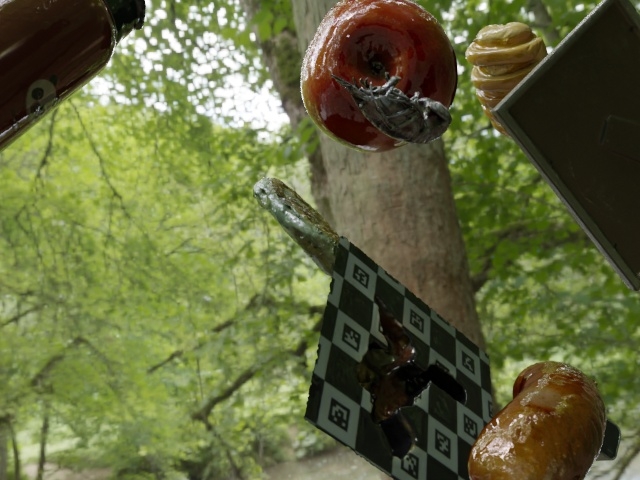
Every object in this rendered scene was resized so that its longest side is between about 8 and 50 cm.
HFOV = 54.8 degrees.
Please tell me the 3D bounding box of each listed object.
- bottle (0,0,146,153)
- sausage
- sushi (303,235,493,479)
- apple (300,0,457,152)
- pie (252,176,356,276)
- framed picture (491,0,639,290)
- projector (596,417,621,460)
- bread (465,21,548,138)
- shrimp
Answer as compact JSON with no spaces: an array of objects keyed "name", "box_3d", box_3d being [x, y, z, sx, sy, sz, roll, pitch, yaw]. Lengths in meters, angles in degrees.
[{"name":"bottle","box_3d":[-0.317,-0.199,0.655,0.144,0.144,0.336,-14,31,40]},{"name":"sausage","box_3d":[0.207,0.163,0.563,0.103,0.076,0.302,-42,-16,18]},{"name":"sushi","box_3d":[0.117,0.216,0.901,0.359,0.343,0.064,38,-54,-19]},{"name":"apple","box_3d":[0.097,-0.272,1.024,0.260,0.260,0.216,-10,2,7]},{"name":"pie","box_3d":[-0.004,-0.004,1.091,0.067,0.302,0.302,-47,-11,3]},{"name":"framed picture","box_3d":[0.417,-0.133,0.847,0.247,0.335,0.022,-45,14,-7]},{"name":"projector","box_3d":[0.586,0.427,1.341,0.083,0.083,0.082,35,-30,-7]},{"name":"bread","box_3d":[0.424,-0.335,1.359,0.173,0.121,0.311,8,-28,42]},{"name":"shrimp","box_3d":[0.083,-0.159,0.720,0.165,0.065,0.056,25,18,-31]}]
